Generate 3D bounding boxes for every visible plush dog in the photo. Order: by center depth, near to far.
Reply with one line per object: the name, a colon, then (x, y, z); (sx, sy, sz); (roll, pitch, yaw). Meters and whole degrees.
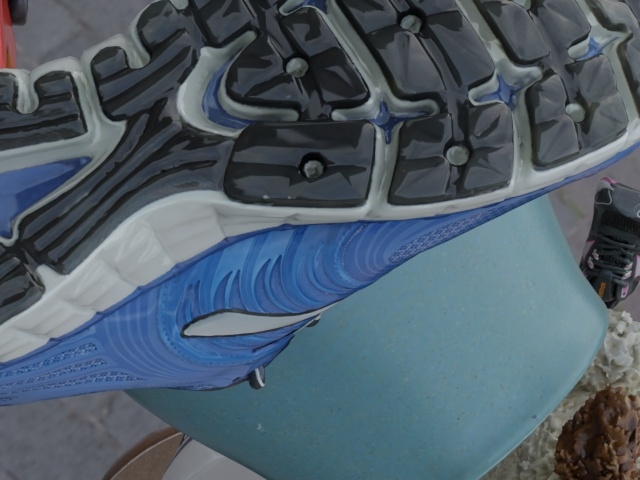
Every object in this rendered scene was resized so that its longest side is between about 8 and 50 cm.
plush dog: (0.204, 0.208, 1.116); (0.225, 0.211, 0.262); (-114, 180, -81)

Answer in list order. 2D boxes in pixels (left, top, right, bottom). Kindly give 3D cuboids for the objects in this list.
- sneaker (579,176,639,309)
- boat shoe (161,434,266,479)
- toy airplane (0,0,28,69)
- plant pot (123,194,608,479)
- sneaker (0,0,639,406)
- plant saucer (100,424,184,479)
sneaker: (0.251, 0.013, 1.251); (0.072, 0.178, 0.077); (21, 73, 19)
boat shoe: (-0.005, 0.063, 1.047); (0.127, 0.340, 0.158); (18, 43, -38)
toy airplane: (-0.351, -0.052, 1.439); (0.384, 0.386, 0.272); (44, 20, -39)
plant pot: (0.000, 0.000, 0.761); (0.255, 0.272, 0.271); (48, 41, -6)
sneaker: (-0.026, -0.025, 0.547); (0.330, 0.147, 0.129); (-18, 70, 3)
plant saucer: (-0.149, 0.239, 1.495); (0.199, 0.198, 0.036); (-2, 42, -40)
